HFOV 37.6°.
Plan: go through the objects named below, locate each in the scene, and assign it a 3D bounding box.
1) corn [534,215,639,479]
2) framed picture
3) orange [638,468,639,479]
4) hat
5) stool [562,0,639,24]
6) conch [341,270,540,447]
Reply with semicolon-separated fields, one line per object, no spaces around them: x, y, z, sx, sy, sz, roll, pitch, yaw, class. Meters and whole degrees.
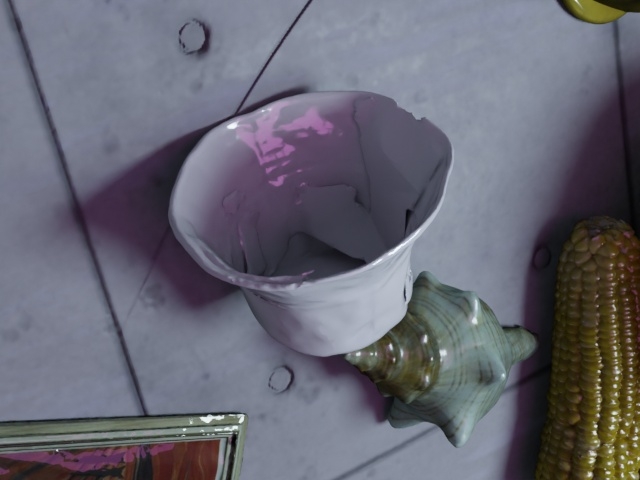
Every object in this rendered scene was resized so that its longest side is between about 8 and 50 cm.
0.250;0.122;0.863;0.101;0.101;0.292;-8;103;-28;corn
-0.188;0.231;0.685;0.273;0.016;0.216;3;102;-30;framed picture
0.359;0.269;0.942;0.117;0.135;0.136;-44;129;-58;orange
0.000;0.000;0.652;0.203;0.203;0.126;-27;135;-21;hat
0.264;-0.229;0.761;0.135;0.110;0.134;-42;119;-15;stool
0.102;0.109;0.765;0.234;0.114;0.137;35;98;-37;conch
